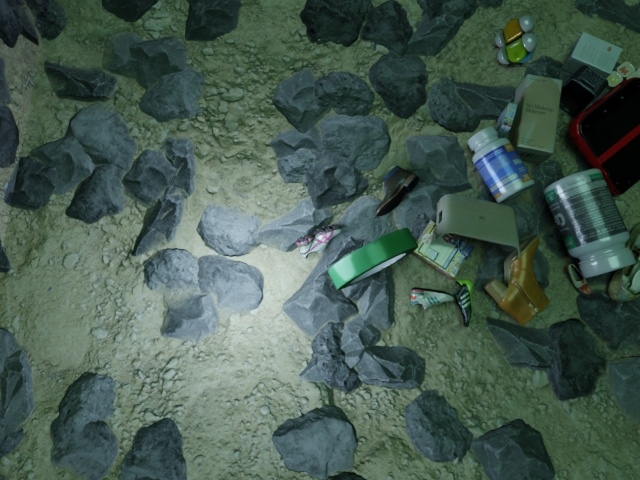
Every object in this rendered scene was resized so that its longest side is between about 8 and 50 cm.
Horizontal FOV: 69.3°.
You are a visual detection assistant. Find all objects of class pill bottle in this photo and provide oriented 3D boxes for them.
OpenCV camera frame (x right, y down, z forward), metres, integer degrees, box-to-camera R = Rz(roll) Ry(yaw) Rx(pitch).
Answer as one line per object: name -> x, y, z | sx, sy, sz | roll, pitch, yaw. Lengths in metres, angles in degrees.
pill bottle -> 0.680, -0.293, 1.770 | 0.152, 0.152, 0.272 | -26, 79, -4
pill bottle -> 0.982, -0.060, 1.689 | 0.204, 0.204, 0.362 | -16, 78, -2

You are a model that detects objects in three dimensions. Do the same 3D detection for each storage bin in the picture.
storage bin -> 1.009, -0.580, 1.809 | 0.122, 0.180, 0.084 | 42, 81, 9

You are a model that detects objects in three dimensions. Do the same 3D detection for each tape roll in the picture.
tape roll -> 0.184, 0.067, 1.619 | 0.321, 0.321, 0.077 | -27, 78, -4

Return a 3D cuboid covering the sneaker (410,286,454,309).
sneaker -> 0.413, 0.222, 1.724 | 0.161, 0.057, 0.076 | 8, 96, 1

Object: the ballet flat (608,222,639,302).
ballet flat -> 1.180, 0.072, 1.703 | 0.123, 0.123, 0.349 | 31, 80, 7

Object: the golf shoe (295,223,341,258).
golf shoe -> 0.000, 0.000, 1.775 | 0.186, 0.067, 0.086 | -26, 110, -9

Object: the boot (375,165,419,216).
boot -> 0.274, -0.195, 1.811 | 0.219, 0.082, 0.106 | -43, 59, -3

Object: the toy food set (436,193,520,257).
toy food set -> 0.587, -0.050, 1.728 | 0.305, 0.093, 0.220 | 12, 45, 5

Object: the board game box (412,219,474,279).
board game box -> 0.461, 0.035, 1.760 | 0.193, 0.045, 0.147 | 34, 81, 8

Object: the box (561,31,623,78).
box -> 1.103, -0.739, 1.886 | 0.170, 0.091, 0.130 | 29, 80, 7

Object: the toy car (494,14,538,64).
toy car -> 0.816, -0.809, 1.895 | 0.136, 0.159, 0.182 | 5, 75, -35

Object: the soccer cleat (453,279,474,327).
soccer cleat -> 0.530, 0.232, 1.716 | 0.072, 0.060, 0.179 | 3, 71, 10

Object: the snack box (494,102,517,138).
snack box -> 0.717, -0.458, 1.809 | 0.037, 0.141, 0.100 | 17, 79, 6

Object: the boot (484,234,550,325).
boot -> 0.770, 0.148, 1.712 | 0.211, 0.104, 0.295 | 41, 86, 3

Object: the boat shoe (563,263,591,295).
boat shoe -> 0.964, 0.147, 1.728 | 0.049, 0.043, 0.137 | -31, 81, -7

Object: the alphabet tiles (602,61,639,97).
alphabet tiles -> 1.298, -0.594, 1.888 | 0.277, 0.021, 0.284 | -37, 80, -6

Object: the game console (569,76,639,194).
game console -> 1.193, -0.416, 1.809 | 0.386, 0.060, 0.342 | -37, 93, -8

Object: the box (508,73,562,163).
box -> 0.839, -0.475, 1.821 | 0.147, 0.121, 0.312 | 10, 79, 4
